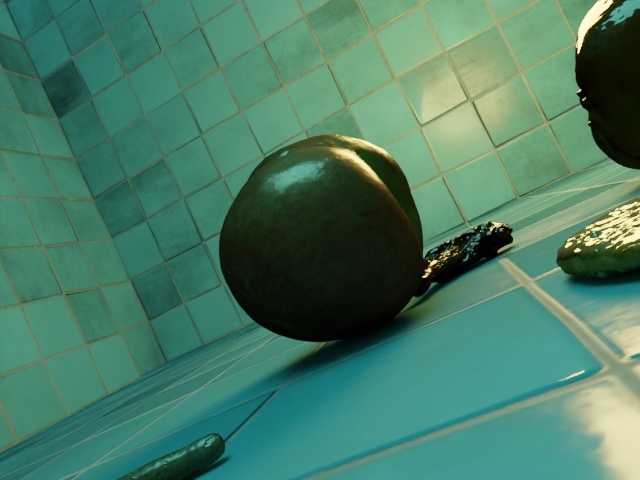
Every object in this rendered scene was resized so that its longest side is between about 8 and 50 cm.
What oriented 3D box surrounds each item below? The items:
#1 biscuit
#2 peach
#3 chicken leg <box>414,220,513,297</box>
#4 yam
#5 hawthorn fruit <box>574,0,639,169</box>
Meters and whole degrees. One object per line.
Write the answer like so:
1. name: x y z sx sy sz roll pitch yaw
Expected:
1. biscuit: 0.264 -0.029 0.339 0.220 0.033 0.220 -26 -4 -2
2. peach: 0.000 0.000 0.608 0.252 0.252 0.252 -25 -3 -2
3. chicken leg: 0.188 0.021 0.704 0.219 0.048 0.089 -24 -7 -25
4. yam: -0.116 0.157 0.331 0.116 0.021 0.021 -27 -3 -8
5. hawthorn fruit: 0.497 -0.236 0.665 0.301 0.267 0.268 -25 -3 28
